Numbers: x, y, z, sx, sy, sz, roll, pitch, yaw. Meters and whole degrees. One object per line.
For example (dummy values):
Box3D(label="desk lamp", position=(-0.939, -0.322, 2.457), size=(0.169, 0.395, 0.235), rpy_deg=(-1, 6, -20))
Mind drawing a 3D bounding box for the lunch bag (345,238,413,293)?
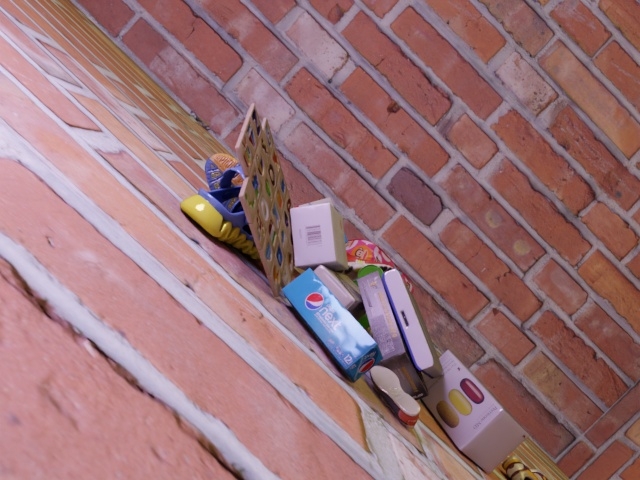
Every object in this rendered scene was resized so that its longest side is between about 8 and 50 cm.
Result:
Box3D(label="lunch bag", position=(0.133, 0.119, 1.867), size=(0.258, 0.120, 0.293), rpy_deg=(-5, -42, 49))

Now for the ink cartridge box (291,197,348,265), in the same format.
Box3D(label="ink cartridge box", position=(-0.035, -0.021, 1.453), size=(0.231, 0.078, 0.134), rpy_deg=(-22, 90, -58))

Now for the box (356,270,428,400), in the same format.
Box3D(label="box", position=(0.156, 0.208, 1.252), size=(0.231, 0.056, 0.183), rpy_deg=(-104, 168, -48))

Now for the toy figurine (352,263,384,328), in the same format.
Box3D(label="toy figurine", position=(0.129, 0.163, 1.571), size=(0.130, 0.173, 0.159), rpy_deg=(16, -11, 15))

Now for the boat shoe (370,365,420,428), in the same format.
Box3D(label="boat shoe", position=(0.136, 0.290, 1.073), size=(0.137, 0.049, 0.043), rpy_deg=(44, -40, 45))

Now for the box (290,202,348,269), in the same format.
Box3D(label="box", position=(0.000, 0.000, 1.286), size=(0.170, 0.090, 0.130), rpy_deg=(38, 45, -75))

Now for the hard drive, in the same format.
Box3D(label="hard drive", position=(0.214, 0.199, 1.298), size=(0.319, 0.040, 0.210), rpy_deg=(47, 22, -68))

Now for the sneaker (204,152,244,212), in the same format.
Box3D(label="sneaker", position=(-0.199, -0.100, 1.488), size=(0.296, 0.112, 0.131), rpy_deg=(52, -8, -22))

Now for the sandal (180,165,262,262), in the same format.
Box3D(label="sandal", position=(-0.140, -0.049, 1.151), size=(0.126, 0.138, 0.317), rpy_deg=(39, 0, 22))

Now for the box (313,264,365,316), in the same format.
Box3D(label="box", position=(0.035, 0.135, 1.301), size=(0.113, 0.094, 0.275), rpy_deg=(46, 4, 14))

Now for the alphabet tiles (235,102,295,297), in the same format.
Box3D(label="alphabet tiles", position=(-0.096, -0.070, 1.096), size=(0.285, 0.011, 0.343), rpy_deg=(-85, 164, -52))

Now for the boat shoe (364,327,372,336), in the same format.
Box3D(label="boat shoe", position=(0.131, 0.250, 1.588), size=(0.035, 0.035, 0.100), rpy_deg=(17, 4, 7))

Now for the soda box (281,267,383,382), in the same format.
Box3D(label="soda box", position=(0.019, 0.150, 1.039), size=(0.210, 0.071, 0.067), rpy_deg=(47, -11, 35))

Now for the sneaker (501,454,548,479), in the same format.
Box3D(label="sneaker", position=(0.555, 0.645, 1.518), size=(0.185, 0.069, 0.084), rpy_deg=(36, 16, -25))

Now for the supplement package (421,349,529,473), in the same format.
Box3D(label="supplement package", position=(0.354, 0.405, 1.380), size=(0.134, 0.139, 0.244), rpy_deg=(44, 3, -28))

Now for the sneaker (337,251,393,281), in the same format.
Box3D(label="sneaker", position=(0.097, 0.074, 1.625), size=(0.278, 0.107, 0.118), rpy_deg=(14, 28, -40))
